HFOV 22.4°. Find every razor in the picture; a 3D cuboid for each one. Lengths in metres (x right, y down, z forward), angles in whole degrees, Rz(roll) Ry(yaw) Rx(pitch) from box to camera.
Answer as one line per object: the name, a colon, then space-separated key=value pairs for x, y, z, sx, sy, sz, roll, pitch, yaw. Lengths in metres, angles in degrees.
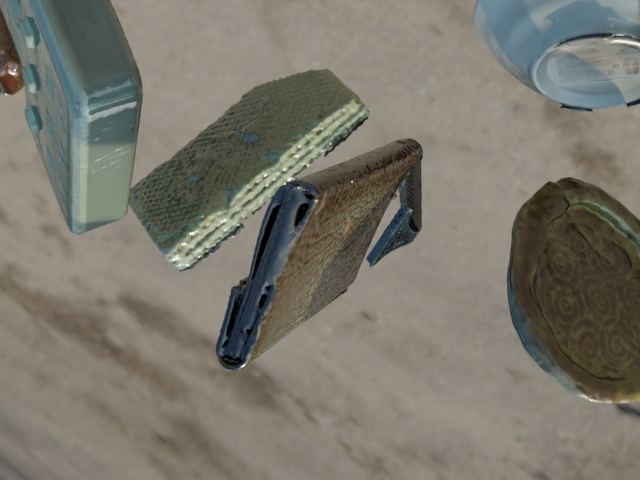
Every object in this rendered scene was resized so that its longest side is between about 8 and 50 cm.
razor: x=0.077 y=-0.038 z=1.435 sx=0.033 sy=0.190 sz=0.066 roll=29 pitch=117 yaw=-8

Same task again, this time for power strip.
power strip: x=-0.200 y=-0.133 z=1.242 sx=0.265 sy=0.059 sz=0.194 roll=112 pitch=137 yaw=-67

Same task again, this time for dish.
dish: x=0.291 y=-0.204 z=1.688 sx=0.260 sy=0.085 sz=0.260 roll=2 pitch=151 yaw=1

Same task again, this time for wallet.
wallet: x=0.000 y=0.000 z=1.099 sx=0.039 sy=0.133 sz=0.243 roll=28 pitch=-162 yaw=13

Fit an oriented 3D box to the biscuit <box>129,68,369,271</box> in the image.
biscuit: x=-0.078 y=-0.086 z=1.634 sx=0.052 sy=0.252 sz=0.150 roll=51 pitch=-179 yaw=-33

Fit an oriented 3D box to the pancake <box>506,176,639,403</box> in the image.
pancake: x=0.291 y=0.057 z=1.684 sx=0.250 sy=0.250 sz=0.031 roll=44 pitch=143 yaw=-10

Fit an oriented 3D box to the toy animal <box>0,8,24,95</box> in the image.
toy animal: x=-0.340 y=-0.267 z=1.770 sx=0.157 sy=0.312 sz=0.097 roll=40 pitch=133 yaw=-8
